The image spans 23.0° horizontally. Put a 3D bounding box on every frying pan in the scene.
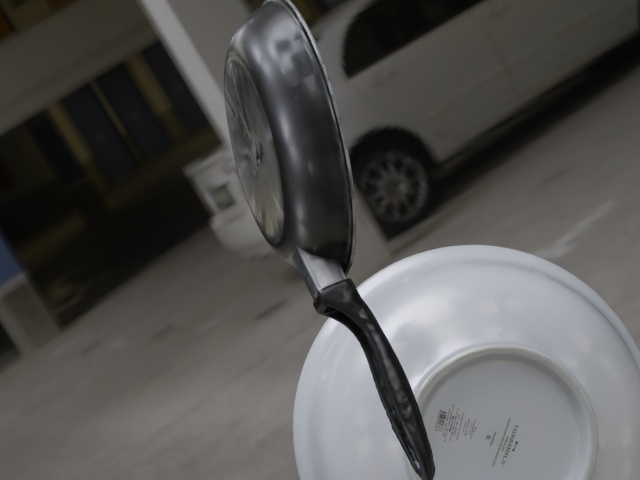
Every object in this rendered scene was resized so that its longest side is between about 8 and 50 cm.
[{"bbox_3d":[-0.008,-0.003,1.058,0.053,0.326,0.197,-13,4,-14],"label":"frying pan"}]

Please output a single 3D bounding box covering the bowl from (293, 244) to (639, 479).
[{"bbox_3d":[0.128,0.148,1.197,0.298,0.298,0.134,-32,-1,-5],"label":"bowl"}]
